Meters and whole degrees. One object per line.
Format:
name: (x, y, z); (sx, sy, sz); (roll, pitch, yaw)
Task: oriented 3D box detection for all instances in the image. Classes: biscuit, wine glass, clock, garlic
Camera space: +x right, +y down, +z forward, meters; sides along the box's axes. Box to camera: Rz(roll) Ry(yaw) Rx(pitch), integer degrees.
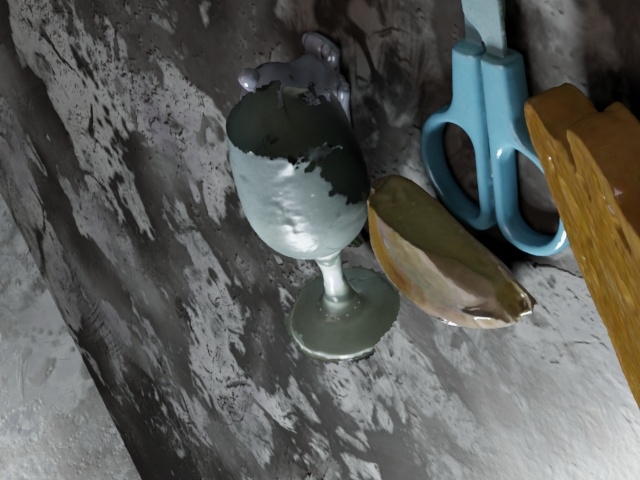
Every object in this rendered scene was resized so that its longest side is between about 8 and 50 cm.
biscuit: (0.242, 0.042, 0.774); (0.312, 0.057, 0.351); (28, -140, -85)
wine glass: (-0.006, -0.014, 1.129); (0.143, 0.143, 0.321); (38, 158, 38)
clock: (-0.034, -0.125, 1.166); (0.080, 0.117, 0.176); (39, 147, 40)
garlic: (0.121, 0.025, 1.066); (0.195, 0.087, 0.101); (45, 163, 20)

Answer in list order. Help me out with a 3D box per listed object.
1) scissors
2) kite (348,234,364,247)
scissors: (0.136, -0.188, 0.902); (0.192, 0.029, 0.447); (32, 142, 46)
kite: (-0.001, 0.001, 1.352); (0.229, 0.012, 0.250); (1, 117, 64)
